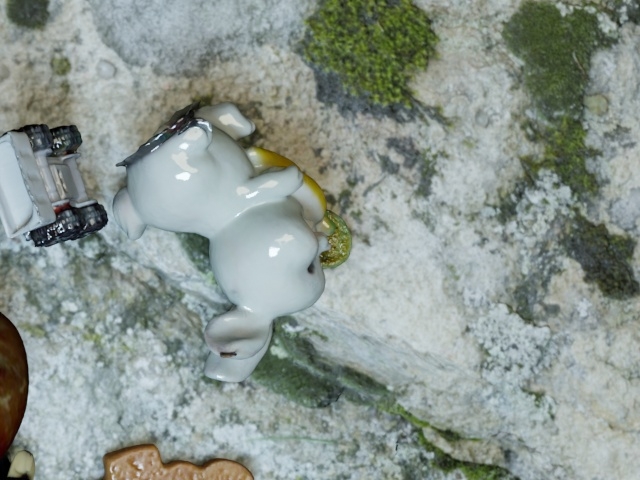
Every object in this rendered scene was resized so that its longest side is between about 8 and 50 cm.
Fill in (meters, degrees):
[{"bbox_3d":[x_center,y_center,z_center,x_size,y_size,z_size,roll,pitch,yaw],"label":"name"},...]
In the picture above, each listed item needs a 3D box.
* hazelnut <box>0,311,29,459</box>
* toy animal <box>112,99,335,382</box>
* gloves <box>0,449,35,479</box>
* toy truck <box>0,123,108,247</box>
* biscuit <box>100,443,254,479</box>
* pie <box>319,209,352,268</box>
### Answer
[{"bbox_3d":[-0.437,0.160,1.829,0.218,0.218,0.234,56,43,-4],"label":"hazelnut"},{"bbox_3d":[-0.103,-0.009,1.991,0.247,0.183,0.310,-36,100,-15],"label":"toy animal"},{"bbox_3d":[-0.404,0.366,1.847,0.197,0.152,0.301,32,71,-21],"label":"gloves"},{"bbox_3d":[-0.320,-0.056,1.867,0.111,0.286,0.136,-20,88,6],"label":"toy truck"},{"bbox_3d":[-0.195,0.394,1.967,0.284,0.043,0.306,-11,88,-21],"label":"biscuit"},{"bbox_3d":[0.001,-0.001,2.104,0.084,0.021,0.084,3,80,-15],"label":"pie"}]
